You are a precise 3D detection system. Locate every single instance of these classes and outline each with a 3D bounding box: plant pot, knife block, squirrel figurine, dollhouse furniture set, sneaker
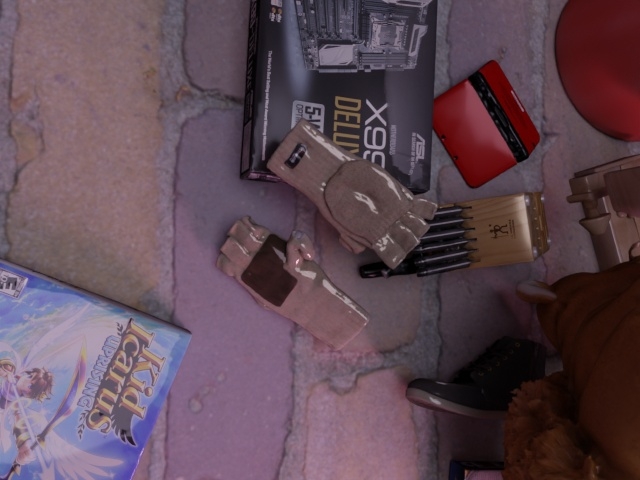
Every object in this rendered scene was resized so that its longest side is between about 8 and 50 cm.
[{"bbox_3d":[0.527,-0.297,0.891,0.274,0.243,0.275,1,88,-18],"label":"plant pot"},{"bbox_3d":[0.176,-0.006,0.858,0.275,0.242,0.088,-11,93,-63],"label":"knife block"},{"bbox_3d":[0.331,0.168,0.711,0.281,0.370,0.397,42,94,-15],"label":"squirrel figurine"},{"bbox_3d":[0.535,-0.049,0.823,0.303,0.355,0.174,-18,94,-19],"label":"dollhouse furniture set"},{"bbox_3d":[0.218,0.185,0.862,0.222,0.083,0.118,14,76,-23],"label":"sneaker"}]

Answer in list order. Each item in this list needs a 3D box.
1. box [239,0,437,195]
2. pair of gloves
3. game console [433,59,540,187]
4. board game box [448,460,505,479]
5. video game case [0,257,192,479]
[{"bbox_3d":[0.027,-0.220,0.809,0.242,0.076,0.308,5,86,-18],"label":"box"},{"bbox_3d":[0.000,0.000,0.745,0.204,0.042,0.240,32,114,-2],"label":"pair of gloves"},{"bbox_3d":[0.240,-0.172,0.911,0.144,0.085,0.124,57,43,-9],"label":"game console"},{"bbox_3d":[0.253,0.440,0.873,0.165,0.042,0.243,8,85,-17],"label":"board game box"},{"bbox_3d":[-0.309,0.184,0.691,0.244,0.061,0.270,24,80,-17],"label":"video game case"}]
